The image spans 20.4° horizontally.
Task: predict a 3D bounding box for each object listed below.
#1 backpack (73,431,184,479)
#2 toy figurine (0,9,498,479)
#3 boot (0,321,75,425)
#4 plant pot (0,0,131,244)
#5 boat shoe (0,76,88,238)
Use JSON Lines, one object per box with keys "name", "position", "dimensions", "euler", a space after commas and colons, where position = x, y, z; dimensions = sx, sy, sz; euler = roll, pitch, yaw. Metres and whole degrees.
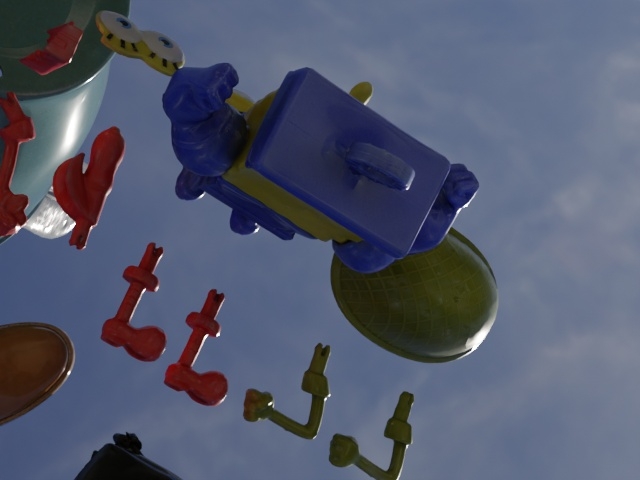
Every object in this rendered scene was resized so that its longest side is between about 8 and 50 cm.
{"name": "backpack", "position": [-0.129, 0.265, 1.461], "dimensions": [0.158, 0.173, 0.117], "euler": [26, -119, 33]}
{"name": "toy figurine", "position": [0.000, 0.000, 1.024], "dimensions": [0.362, 0.217, 0.191], "euler": [34, -111, -23]}
{"name": "boot", "position": [-0.274, 0.100, 1.263], "dimensions": [0.197, 0.152, 0.073], "euler": [-19, -99, -6]}
{"name": "plant pot", "position": [-0.269, -0.143, 1.278], "dimensions": [0.271, 0.255, 0.271], "euler": [11, -112, -27]}
{"name": "boat shoe", "position": [-0.315, -0.081, 1.598], "dimensions": [0.119, 0.121, 0.335], "euler": [26, 171, 17]}
